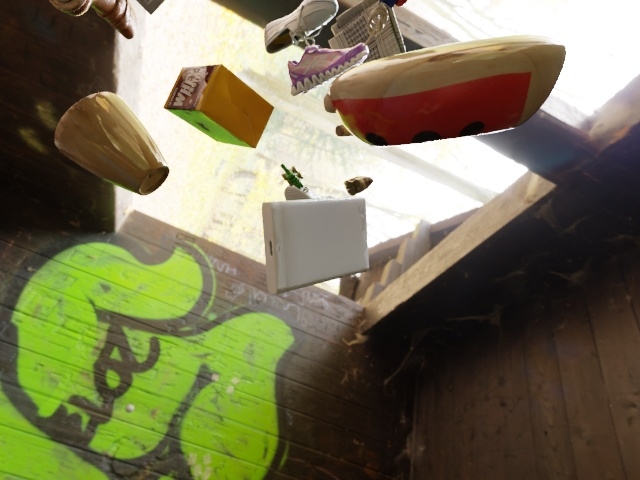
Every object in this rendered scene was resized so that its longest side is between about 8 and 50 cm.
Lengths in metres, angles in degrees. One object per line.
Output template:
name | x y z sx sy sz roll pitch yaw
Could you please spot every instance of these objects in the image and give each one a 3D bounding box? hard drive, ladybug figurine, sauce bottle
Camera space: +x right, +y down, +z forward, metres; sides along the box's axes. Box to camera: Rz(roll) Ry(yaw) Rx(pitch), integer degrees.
hard drive | 0.000 0.000 0.984 0.040 0.308 0.202 3 -81 47
ladybug figurine | 0.232 -0.281 0.799 0.305 0.451 0.161 -64 146 -72
sauce bottle | 0.110 -0.381 1.400 0.042 0.128 0.042 27 -56 48

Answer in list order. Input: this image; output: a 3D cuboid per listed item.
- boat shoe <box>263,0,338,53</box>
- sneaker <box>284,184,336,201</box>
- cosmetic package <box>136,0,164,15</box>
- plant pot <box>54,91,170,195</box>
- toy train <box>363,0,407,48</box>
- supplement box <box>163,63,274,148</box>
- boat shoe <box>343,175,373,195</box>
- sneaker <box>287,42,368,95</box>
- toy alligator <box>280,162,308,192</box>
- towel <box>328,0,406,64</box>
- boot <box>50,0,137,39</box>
boat shoe | -0.092 -0.882 1.709 0.368 0.136 0.156 -10 -112 28
sneaker | -0.001 -0.143 1.743 0.135 0.366 0.150 -23 -143 40
cosmetic package | -0.715 -1.045 1.699 0.107 0.127 0.237 -36 -140 17
plant pot | -0.580 -0.257 1.197 0.237 0.254 0.237 -49 179 -2
toy train | 0.127 -0.577 0.920 0.247 0.105 0.143 -59 -143 26
supplement box | -0.272 -0.356 1.091 0.194 0.191 0.128 19 -96 42
boat shoe | 0.139 -0.203 1.489 0.060 0.064 0.178 -26 -169 -15
sneaker | 0.007 -0.467 1.062 0.237 0.104 0.095 -15 -167 27
toy alligator | -0.081 -0.204 1.424 0.056 0.190 0.051 -33 -125 10
towel | 0.168 -0.686 1.479 0.056 0.323 0.312 -28 -165 -29
boot | -0.483 -0.522 0.881 0.220 0.109 0.283 79 -7 -67
